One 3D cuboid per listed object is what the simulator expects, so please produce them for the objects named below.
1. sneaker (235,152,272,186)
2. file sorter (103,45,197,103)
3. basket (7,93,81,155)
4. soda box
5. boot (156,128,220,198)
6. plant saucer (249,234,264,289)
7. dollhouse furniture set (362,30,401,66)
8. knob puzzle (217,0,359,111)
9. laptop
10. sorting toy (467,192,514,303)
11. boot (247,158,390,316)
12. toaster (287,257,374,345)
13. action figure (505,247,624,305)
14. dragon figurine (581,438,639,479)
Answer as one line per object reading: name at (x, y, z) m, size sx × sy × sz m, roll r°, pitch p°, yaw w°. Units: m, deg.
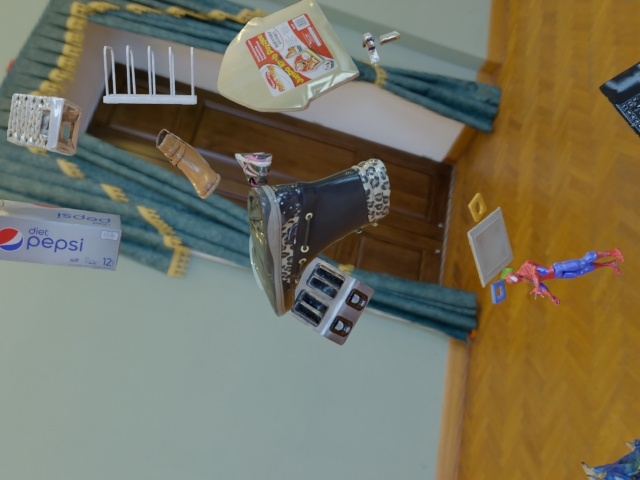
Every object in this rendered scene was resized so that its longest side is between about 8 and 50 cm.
sneaker at (-0.159, -0.167, 1.423) m, size 0.178 × 0.072 × 0.077 m, roll -144°, pitch 53°, yaw -72°
file sorter at (-0.539, -0.527, 1.931) m, size 0.193 × 0.278 × 0.173 m, roll -126°, pitch 36°, yaw -71°
basket at (-0.590, -0.249, 1.301) m, size 0.167 × 0.103 × 0.113 m, roll -156°, pitch 75°, yaw -79°
soda box at (-0.535, -0.013, 1.161) m, size 0.098 × 0.286 × 0.091 m, roll -132°, pitch 53°, yaw -62°
boot at (-0.330, -0.188, 1.480) m, size 0.073 × 0.152 × 0.197 m, roll -45°, pitch 35°, yaw 3°
plant saucer at (-0.194, 0.068, 2.027) m, size 0.195 × 0.037 × 0.194 m, roll 170°, pitch 90°, yaw -70°
dollhouse furniture set at (0.188, -0.563, 1.761) m, size 0.091 × 0.114 × 0.081 m, roll 65°, pitch -174°, yaw -85°
knob puzzle at (-0.063, -0.261, 0.909) m, size 0.030 × 0.213 × 0.213 m, roll 69°, pitch -148°, yaw -66°
laptop at (0.767, -0.312, 1.255) m, size 0.264 × 0.234 × 0.136 m, roll 61°, pitch -171°, yaw 20°
sorting toy at (0.500, 0.017, 1.812) m, size 0.047 × 0.347 × 0.196 m, roll 1°, pitch 29°, yaw 47°
boot at (0.001, 0.001, 0.809) m, size 0.236 × 0.179 × 0.085 m, roll 90°, pitch 155°, yaw -49°
toaster at (0.015, 0.145, 1.526) m, size 0.168 × 0.186 × 0.110 m, roll -58°, pitch -32°, yaw -3°
action figure at (0.613, 0.103, 1.514) m, size 0.091 × 0.280 × 0.139 m, roll 71°, pitch -164°, yaw -49°
dragon figurine at (0.589, 0.452, 1.148) m, size 0.085 × 0.144 × 0.289 m, roll 66°, pitch -166°, yaw 11°
